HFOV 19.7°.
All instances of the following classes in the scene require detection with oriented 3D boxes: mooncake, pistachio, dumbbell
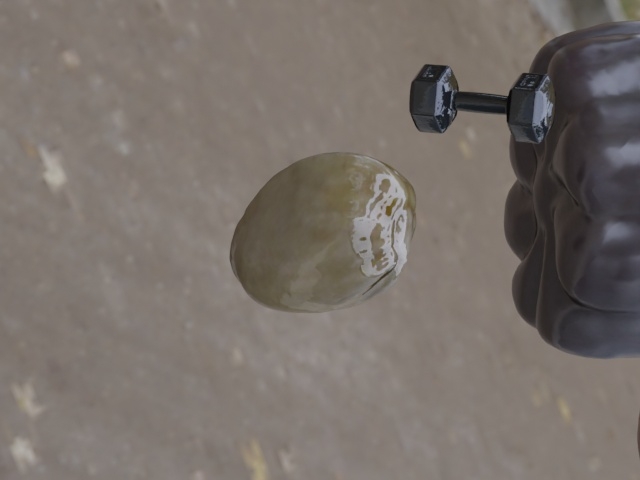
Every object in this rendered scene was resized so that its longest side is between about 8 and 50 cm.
[{"bbox_3d":[0.262,-0.046,1.641,0.306,0.154,0.306,179,-90,-83],"label":"mooncake"},{"bbox_3d":[0.000,0.000,1.452,0.126,0.185,0.108,48,39,-9],"label":"pistachio"},{"bbox_3d":[0.093,-0.079,1.056,0.036,0.083,0.040,-6,102,-67],"label":"dumbbell"}]

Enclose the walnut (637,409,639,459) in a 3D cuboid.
[{"bbox_3d":[0.311,0.104,1.252,0.203,0.203,0.298,45,62,-51],"label":"walnut"}]
